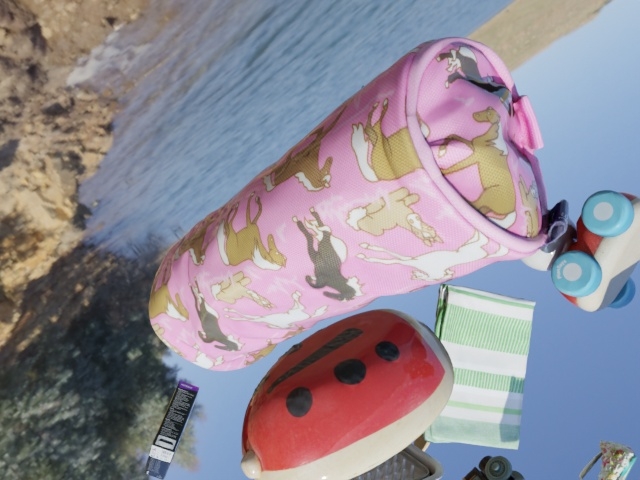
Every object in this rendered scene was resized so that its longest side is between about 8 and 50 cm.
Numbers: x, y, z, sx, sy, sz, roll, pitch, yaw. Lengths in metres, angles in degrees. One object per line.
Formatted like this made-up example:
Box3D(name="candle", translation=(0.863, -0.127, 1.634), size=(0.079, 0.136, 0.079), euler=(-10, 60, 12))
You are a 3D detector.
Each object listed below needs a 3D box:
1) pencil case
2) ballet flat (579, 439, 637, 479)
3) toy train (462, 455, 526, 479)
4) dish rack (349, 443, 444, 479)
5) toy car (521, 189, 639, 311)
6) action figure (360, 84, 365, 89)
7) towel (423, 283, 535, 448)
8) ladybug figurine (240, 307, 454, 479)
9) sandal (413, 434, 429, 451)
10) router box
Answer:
Box3D(name="pencil case", translation=(0.000, 0.000, 0.503), size=(0.386, 0.167, 0.160), euler=(-30, -144, 44))
Box3D(name="ballet flat", translation=(0.543, 0.503, 1.176), size=(0.077, 0.091, 0.241), euler=(25, -115, 33))
Box3D(name="toy train", translation=(0.505, 0.727, 1.574), size=(0.190, 0.142, 0.334), euler=(-43, -147, -1))
Box3D(name="dish rack", translation=(0.049, 0.455, 1.215), size=(0.286, 0.072, 0.333), euler=(-3, -167, -37))
Box3D(name="toy car", translation=(0.439, -0.010, 1.062), size=(0.238, 0.219, 0.210), euler=(32, -77, 43))
Box3D(name="action figure", translation=(0.136, -0.388, 1.842), size=(0.063, 0.137, 0.232), euler=(-31, -165, 28))
Box3D(name="towel", translation=(0.339, 0.269, 1.260), size=(0.038, 0.248, 0.324), euler=(169, -69, -69))
Box3D(name="ladybug figurine", translation=(0.043, 0.251, 1.033), size=(0.305, 0.161, 0.449), euler=(4, -155, 46))
Box3D(name="sandal", translation=(0.288, 0.385, 1.360), size=(0.088, 0.079, 0.239), euler=(-131, -125, -79))
Box3D(name="router box", translation=(-0.291, 0.372, 1.158), size=(0.179, 0.046, 0.133), euler=(118, -8, -48))
